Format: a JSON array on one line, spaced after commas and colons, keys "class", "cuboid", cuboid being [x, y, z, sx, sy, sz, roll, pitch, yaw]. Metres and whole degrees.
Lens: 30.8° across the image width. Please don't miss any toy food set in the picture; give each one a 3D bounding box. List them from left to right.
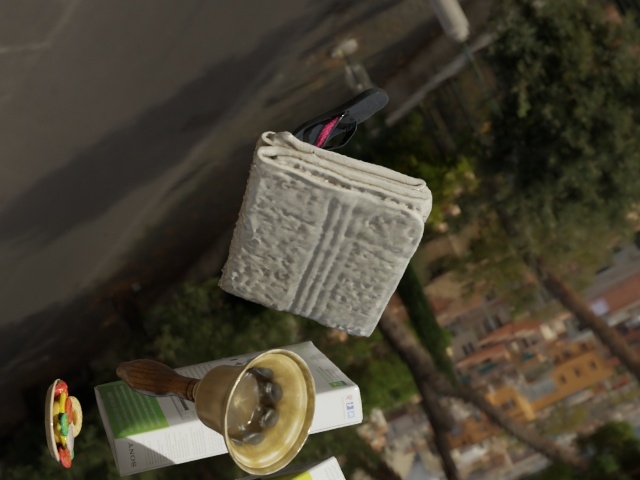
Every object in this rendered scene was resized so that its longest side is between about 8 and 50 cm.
[{"class": "toy food set", "cuboid": [-0.247, 0.175, 1.114, 0.020, 0.082, 0.083, -4, 136, -2]}]

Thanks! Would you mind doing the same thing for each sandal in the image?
[{"class": "sandal", "cuboid": [0.023, -0.162, 1.689, 0.179, 0.040, 0.067, -29, 156, 26]}]

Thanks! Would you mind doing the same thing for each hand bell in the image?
[{"class": "hand bell", "cuboid": [-0.134, 0.156, 1.225, 0.242, 0.126, 0.126, 9, -168, 43]}]

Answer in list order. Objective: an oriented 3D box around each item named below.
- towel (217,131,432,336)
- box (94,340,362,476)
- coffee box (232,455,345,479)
[{"class": "towel", "cuboid": [0.000, 0.000, 1.214, 0.187, 0.049, 0.282, 19, 145, -2]}, {"class": "box", "cuboid": [-0.131, 0.219, 1.566, 0.322, 0.058, 0.232, -9, -167, -14]}, {"class": "coffee box", "cuboid": [-0.125, 0.471, 1.261, 0.334, 0.338, 0.338, -21, 175, -37]}]
